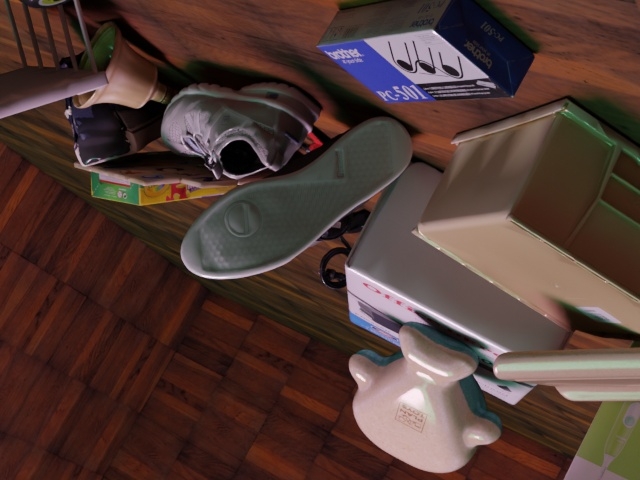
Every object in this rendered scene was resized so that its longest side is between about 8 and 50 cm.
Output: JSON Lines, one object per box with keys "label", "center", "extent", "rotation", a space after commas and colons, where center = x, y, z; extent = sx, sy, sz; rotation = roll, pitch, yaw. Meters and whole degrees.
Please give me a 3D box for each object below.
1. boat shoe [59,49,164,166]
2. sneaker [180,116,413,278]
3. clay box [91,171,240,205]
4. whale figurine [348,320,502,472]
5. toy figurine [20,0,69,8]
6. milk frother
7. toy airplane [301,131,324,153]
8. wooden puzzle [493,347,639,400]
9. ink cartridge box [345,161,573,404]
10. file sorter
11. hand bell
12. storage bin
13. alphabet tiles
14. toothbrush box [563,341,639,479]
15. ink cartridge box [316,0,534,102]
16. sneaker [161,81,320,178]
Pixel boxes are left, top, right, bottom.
{"label": "boat shoe", "center": [-0.316, -0.218, 1.820], "extent": [0.340, 0.127, 0.158], "rotation": [-106, 1, -79]}
{"label": "sneaker", "center": [-0.026, -0.042, 1.416], "extent": [0.104, 0.296, 0.147], "rotation": [59, 179, 1]}
{"label": "clay box", "center": [-0.232, -0.097, 1.867], "extent": [0.127, 0.053, 0.222], "rotation": [11, -164, 43]}
{"label": "whale figurine", "center": [0.144, 0.183, 1.541], "extent": [0.216, 0.141, 0.272], "rotation": [25, 144, 15]}
{"label": "toy figurine", "center": [-0.214, -0.282, 0.870], "extent": [0.213, 0.209, 0.148], "rotation": [17, 153, 49]}
{"label": "milk frother", "center": [0.000, 0.000, 1.867], "extent": [0.129, 0.143, 0.135], "rotation": [24, 169, -12]}
{"label": "toy airplane", "center": [0.023, -0.111, 1.583], "extent": [0.151, 0.028, 0.151], "rotation": [29, 169, 6]}
{"label": "wooden puzzle", "center": [0.328, 0.139, 1.288], "extent": [0.221, 0.044, 0.239], "rotation": [-5, 164, 28]}
{"label": "ink cartridge box", "center": [0.192, 0.070, 1.607], "extent": [0.285, 0.166, 0.395], "rotation": [27, 169, 9]}
{"label": "file sorter", "center": [-0.439, -0.263, 1.560], "extent": [0.278, 0.193, 0.173], "rotation": [14, 121, 56]}
{"label": "hand bell", "center": [-0.208, -0.200, 1.658], "extent": [0.242, 0.126, 0.126], "rotation": [21, 176, -30]}
{"label": "storage bin", "center": [0.261, -0.003, 1.186], "extent": [0.260, 0.123, 0.262], "rotation": [31, 170, -12]}
{"label": "alphabet tiles", "center": [-0.185, -0.108, 1.759], "extent": [0.285, 0.011, 0.342], "rotation": [-8, -166, -34]}
{"label": "toothbrush box", "center": [0.440, 0.236, 1.406], "extent": [0.206, 0.283, 0.122], "rotation": [22, 167, 33]}
{"label": "ink cartridge box", "center": [0.088, -0.169, 1.064], "extent": [0.097, 0.046, 0.207], "rotation": [35, 169, -25]}
{"label": "sneaker", "center": [-0.128, -0.133, 1.530], "extent": [0.105, 0.115, 0.281], "rotation": [38, 156, -31]}
